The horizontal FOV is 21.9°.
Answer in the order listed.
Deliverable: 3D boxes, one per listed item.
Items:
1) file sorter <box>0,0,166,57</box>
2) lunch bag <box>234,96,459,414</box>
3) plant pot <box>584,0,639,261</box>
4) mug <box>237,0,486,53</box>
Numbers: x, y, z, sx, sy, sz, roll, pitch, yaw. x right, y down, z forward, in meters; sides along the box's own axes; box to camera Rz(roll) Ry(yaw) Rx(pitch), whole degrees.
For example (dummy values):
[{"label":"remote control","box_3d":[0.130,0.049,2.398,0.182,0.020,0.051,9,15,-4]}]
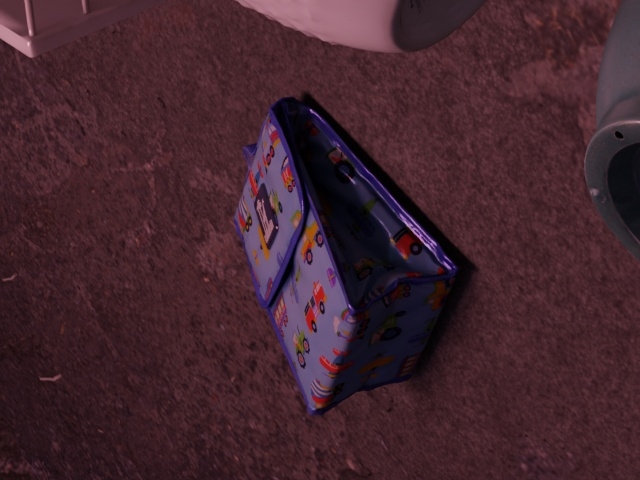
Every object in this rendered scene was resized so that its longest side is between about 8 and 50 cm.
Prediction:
[{"label":"file sorter","box_3d":[-0.242,-0.339,1.667,0.193,0.278,0.173,32,138,38]},{"label":"lunch bag","box_3d":[0.000,0.000,1.787,0.293,0.138,0.221,59,153,26]},{"label":"plant pot","box_3d":[0.301,-0.074,1.113,0.293,0.196,0.293,36,155,19]},{"label":"mug","box_3d":[-0.009,-0.320,1.159,0.328,0.276,0.374,42,161,18]}]
